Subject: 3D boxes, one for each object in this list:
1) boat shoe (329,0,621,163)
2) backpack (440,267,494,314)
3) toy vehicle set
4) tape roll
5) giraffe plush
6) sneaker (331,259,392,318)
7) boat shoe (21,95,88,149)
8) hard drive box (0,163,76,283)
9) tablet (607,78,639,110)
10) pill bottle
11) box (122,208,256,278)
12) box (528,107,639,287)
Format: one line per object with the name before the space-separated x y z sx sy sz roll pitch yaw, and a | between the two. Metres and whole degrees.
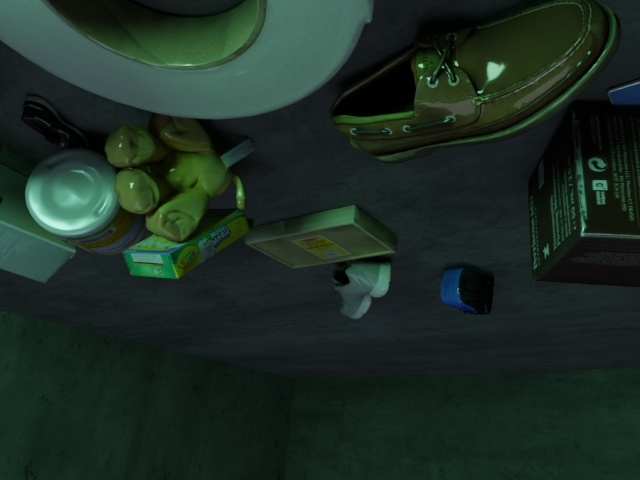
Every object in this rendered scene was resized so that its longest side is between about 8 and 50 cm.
boat shoe | 0.135 -0.160 0.543 0.104 0.110 0.307 21 153 -35
backpack | 0.326 0.118 1.194 0.120 0.098 0.101 21 157 -36
toy vehicle set | 0.000 0.000 1.062 0.267 0.035 0.166 -10 153 33
tape roll | -0.144 -0.246 0.453 0.392 0.072 0.392 5 157 2
giraffe plush | -0.225 -0.097 0.764 0.170 0.181 0.210 -2 -165 46
sneaker | 0.075 0.107 1.253 0.121 0.099 0.262 17 149 -8
boat shoe | -0.388 -0.159 0.762 0.046 0.038 0.125 2 157 8
hard drive box | -0.549 -0.050 0.865 0.089 0.181 0.232 -43 143 8
tablet | 0.378 -0.164 0.615 0.054 0.006 0.083 -13 152 37
pill bottle | -0.373 -0.050 0.874 0.136 0.136 0.245 7 169 -5
box | -0.185 -0.005 0.769 0.105 0.179 0.043 1 114 34
box | 0.384 -0.045 0.677 0.167 0.168 0.203 2 160 7
